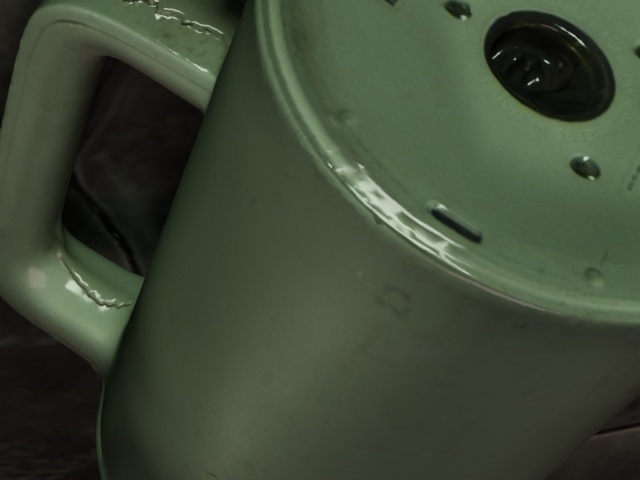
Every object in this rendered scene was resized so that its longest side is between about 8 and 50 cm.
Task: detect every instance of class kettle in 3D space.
[{"bbox_3d":[0.004,0.014,0.640,0.265,0.205,0.318,7,147,-16],"label":"kettle"}]
